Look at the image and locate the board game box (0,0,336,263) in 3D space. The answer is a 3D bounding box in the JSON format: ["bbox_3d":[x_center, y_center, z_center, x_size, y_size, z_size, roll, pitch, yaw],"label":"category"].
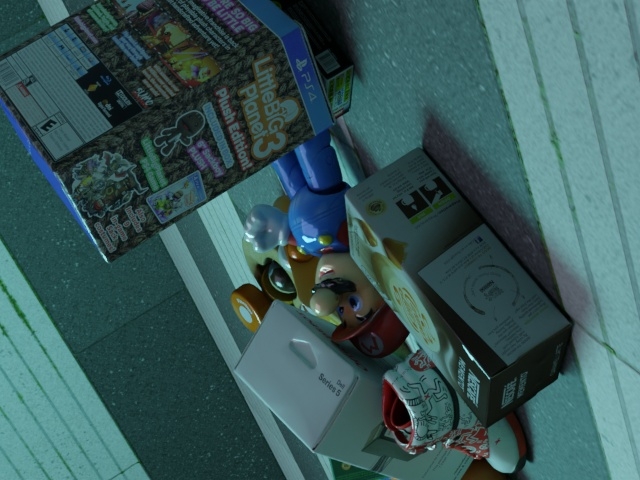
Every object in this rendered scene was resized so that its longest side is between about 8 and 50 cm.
[{"bbox_3d":[-0.175,-0.156,1.369,0.232,0.291,0.141,48,166,42],"label":"board game box"}]

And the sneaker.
[{"bbox_3d":[0.153,0.214,1.511,0.090,0.145,0.270,46,163,44],"label":"sneaker"}]

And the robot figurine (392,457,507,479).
[{"bbox_3d":[0.171,0.316,1.741,0.128,0.158,0.219,38,-174,-45],"label":"robot figurine"}]

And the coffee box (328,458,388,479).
[{"bbox_3d":[0.058,0.299,2.057,0.040,0.113,0.184,82,174,-69],"label":"coffee box"}]

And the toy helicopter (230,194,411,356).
[{"bbox_3d":[0.007,0.084,1.913,0.355,0.140,0.235,36,148,34],"label":"toy helicopter"}]

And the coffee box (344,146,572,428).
[{"bbox_3d":[0.134,0.048,1.287,0.246,0.098,0.141,52,167,26],"label":"coffee box"}]

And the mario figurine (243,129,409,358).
[{"bbox_3d":[0.000,0.000,1.522,0.320,0.170,0.198,62,-179,0],"label":"mario figurine"}]

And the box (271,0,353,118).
[{"bbox_3d":[-0.038,-0.237,1.413,0.207,0.036,0.114,55,168,16],"label":"box"}]

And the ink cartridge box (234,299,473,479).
[{"bbox_3d":[0.054,0.201,1.617,0.273,0.114,0.198,26,-172,-42],"label":"ink cartridge box"}]

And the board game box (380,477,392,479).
[{"bbox_3d":[0.049,0.335,2.303,0.318,0.066,0.318,81,163,-63],"label":"board game box"}]
